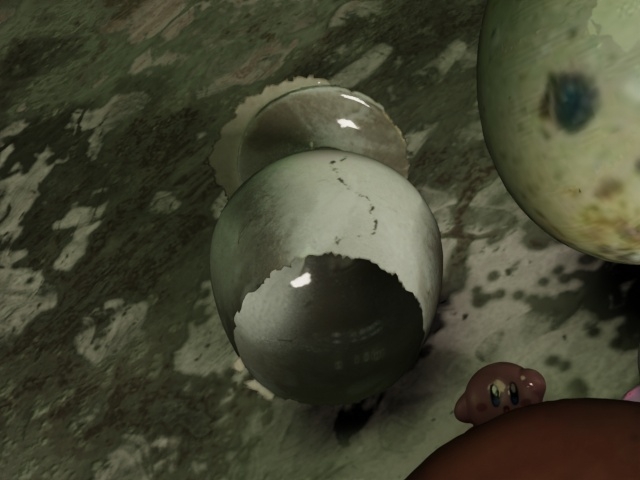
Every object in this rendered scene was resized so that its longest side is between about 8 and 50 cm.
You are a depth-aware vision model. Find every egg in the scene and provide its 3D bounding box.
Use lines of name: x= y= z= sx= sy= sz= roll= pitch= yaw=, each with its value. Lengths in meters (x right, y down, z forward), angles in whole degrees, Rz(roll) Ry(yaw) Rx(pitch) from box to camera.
egg: x=0.310 y=-0.167 z=1.144 sx=0.345 sy=0.345 sz=0.428 roll=0 pitch=40 yaw=35

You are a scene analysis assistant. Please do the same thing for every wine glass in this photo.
wine glass: x=0.000 y=0.000 z=1.285 sx=0.238 sy=0.238 sz=0.323 roll=-23 pitch=28 yaw=12

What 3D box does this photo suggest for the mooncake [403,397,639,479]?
mooncake: x=0.193 y=0.266 z=0.896 sx=0.325 sy=0.174 sz=0.334 roll=-30 pitch=41 yaw=9

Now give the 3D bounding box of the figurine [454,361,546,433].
figurine: x=0.157 y=0.142 z=1.144 sx=0.083 sy=0.071 sz=0.067 roll=-7 pitch=2 yaw=18

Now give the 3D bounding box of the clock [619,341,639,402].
clock: x=0.371 y=0.099 z=1.026 sx=0.247 sy=0.090 sz=0.228 roll=-1 pitch=47 yaw=37
